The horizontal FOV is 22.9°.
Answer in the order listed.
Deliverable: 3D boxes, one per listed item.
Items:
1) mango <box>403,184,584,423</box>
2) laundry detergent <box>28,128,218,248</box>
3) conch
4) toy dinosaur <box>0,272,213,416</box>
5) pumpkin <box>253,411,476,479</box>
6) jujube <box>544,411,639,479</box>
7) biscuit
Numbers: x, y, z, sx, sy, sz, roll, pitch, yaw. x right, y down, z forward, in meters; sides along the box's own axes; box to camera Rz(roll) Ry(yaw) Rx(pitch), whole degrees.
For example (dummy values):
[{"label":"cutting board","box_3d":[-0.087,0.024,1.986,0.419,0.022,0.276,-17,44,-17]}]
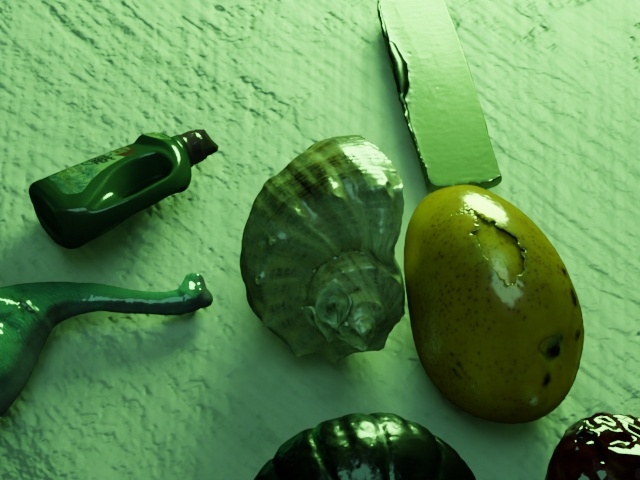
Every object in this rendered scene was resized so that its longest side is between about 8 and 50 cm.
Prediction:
[{"label":"mango","box_3d":[0.172,0.052,1.663,0.160,0.191,0.290,-11,50,-16]},{"label":"laundry detergent","box_3d":[-0.210,-0.068,1.796,0.222,0.078,0.144,-24,25,-19]},{"label":"conch","box_3d":[-0.013,0.004,1.689,0.159,0.210,0.291,-11,39,-27]},{"label":"toy dinosaur","box_3d":[-0.317,0.148,1.654,0.331,0.129,0.383,17,57,1]},{"label":"pumpkin","box_3d":[0.032,0.274,1.497,0.248,0.248,0.248,0,55,0]},{"label":"jujube","box_3d":[0.379,0.276,1.503,0.342,0.216,0.216,23,57,25]},{"label":"biscuit","box_3d":[0.137,-0.185,1.917,0.099,0.038,0.322,-7,54,-9]}]
